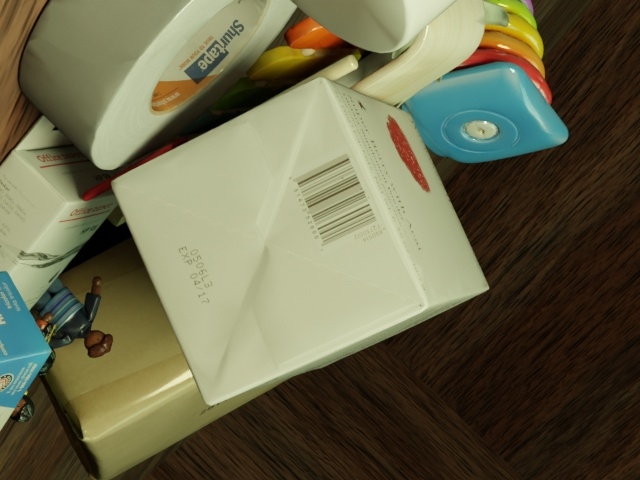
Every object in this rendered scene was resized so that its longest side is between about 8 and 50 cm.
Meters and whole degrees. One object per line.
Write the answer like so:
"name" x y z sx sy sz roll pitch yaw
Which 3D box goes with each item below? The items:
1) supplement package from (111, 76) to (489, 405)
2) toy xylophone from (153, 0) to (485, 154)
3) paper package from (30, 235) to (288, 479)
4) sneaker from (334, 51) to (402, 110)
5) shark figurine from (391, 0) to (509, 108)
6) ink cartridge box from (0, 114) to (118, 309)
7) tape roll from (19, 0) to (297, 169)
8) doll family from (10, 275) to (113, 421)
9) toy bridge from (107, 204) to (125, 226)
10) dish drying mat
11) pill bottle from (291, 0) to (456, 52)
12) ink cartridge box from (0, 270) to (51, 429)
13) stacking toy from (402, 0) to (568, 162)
"supplement package" 0.000 0.000 1.059 0.175 0.177 0.293 -26 174 14
"toy xylophone" -0.011 -0.133 1.119 0.323 0.081 0.236 -28 173 21
"paper package" -0.133 0.091 1.421 0.325 0.168 0.309 -28 169 -14
"sneaker" 0.055 -0.144 1.668 0.290 0.123 0.106 -40 173 -30
"shark figurine" 0.093 -0.226 1.545 0.166 0.116 0.278 9 123 -40
"ink cartridge box" -0.218 -0.015 1.039 0.180 0.060 0.104 -48 172 18
"tape roll" -0.099 -0.151 0.929 0.219 0.072 0.219 -46 172 -8
"doll family" -0.267 0.100 1.196 0.193 0.111 0.076 -47 173 6
"toy bridge" -0.214 -0.018 1.189 0.063 0.026 0.188 -52 171 33
"dish drying mat" -0.133 -0.051 0.987 0.083 0.008 0.032 -26 -175 21
"pill bottle" 0.124 -0.299 0.740 0.408 0.229 0.229 -45 173 -12
"ink cartridge box" -0.314 0.102 0.912 0.231 0.078 0.134 -8 146 -45
"stacking toy" 0.207 -0.258 1.671 0.166 0.175 0.301 -9 -122 31
